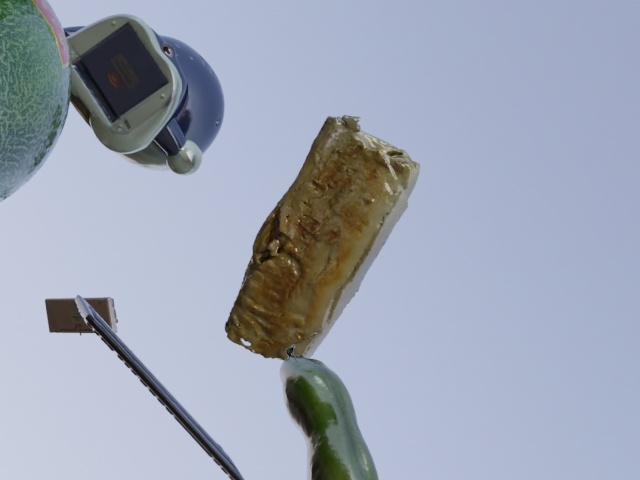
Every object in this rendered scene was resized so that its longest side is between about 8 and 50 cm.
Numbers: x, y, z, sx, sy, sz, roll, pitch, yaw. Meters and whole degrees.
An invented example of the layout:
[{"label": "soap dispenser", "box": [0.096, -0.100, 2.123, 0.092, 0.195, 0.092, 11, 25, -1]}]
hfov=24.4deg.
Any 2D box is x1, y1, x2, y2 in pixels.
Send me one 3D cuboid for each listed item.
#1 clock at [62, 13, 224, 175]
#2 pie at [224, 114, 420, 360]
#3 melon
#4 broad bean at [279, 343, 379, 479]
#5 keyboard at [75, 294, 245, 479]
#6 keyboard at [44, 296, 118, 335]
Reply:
[{"label": "clock", "box": [-0.189, -0.154, 1.608, 0.199, 0.146, 0.243, 51, 4, 7]}, {"label": "pie", "box": [0.000, 0.000, 1.562, 0.128, 0.068, 0.282, 26, -69, -8]}, {"label": "melon", "box": [-0.251, -0.102, 0.947, 0.288, 0.182, 0.182, -110, 177, -75]}, {"label": "broad bean", "box": [0.013, 0.157, 0.892, 0.065, 0.046, 0.254, 120, -33, -42]}, {"label": "keyboard", "box": [-0.142, 0.205, 1.671, 0.381, 0.041, 0.103, 44, -2, -21]}, {"label": "keyboard", "box": [-0.339, 0.108, 2.099, 0.166, 0.017, 0.055, -3, -85, 48]}]
